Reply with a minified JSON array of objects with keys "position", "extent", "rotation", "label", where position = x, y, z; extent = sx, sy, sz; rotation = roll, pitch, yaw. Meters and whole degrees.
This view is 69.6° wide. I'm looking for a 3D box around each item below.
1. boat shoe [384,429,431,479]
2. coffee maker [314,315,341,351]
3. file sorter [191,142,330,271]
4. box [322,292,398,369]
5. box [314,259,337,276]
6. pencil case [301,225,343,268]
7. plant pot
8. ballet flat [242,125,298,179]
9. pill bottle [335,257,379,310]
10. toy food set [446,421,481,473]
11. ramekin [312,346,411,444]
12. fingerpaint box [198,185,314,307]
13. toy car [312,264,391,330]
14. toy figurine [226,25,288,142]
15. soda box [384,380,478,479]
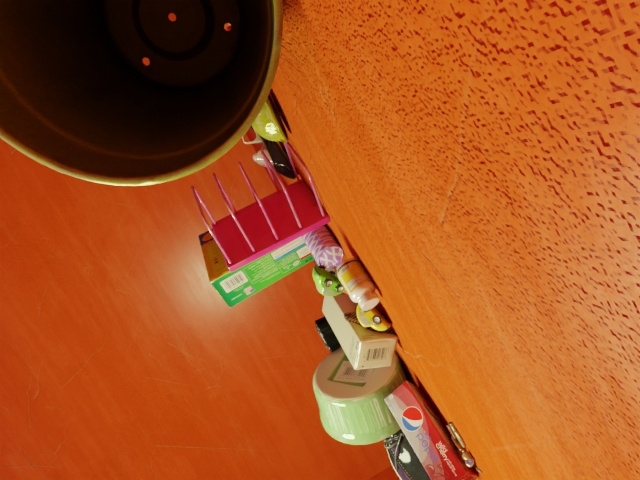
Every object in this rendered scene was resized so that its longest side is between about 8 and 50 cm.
[{"position":[0.296,0.678,1.638],"extent":[0.156,0.186,0.500],"rotation":[57,-174,-50],"label":"boat shoe"},{"position":[0.077,0.260,1.460],"extent":[0.120,0.178,0.171],"rotation":[59,175,16],"label":"coffee maker"},{"position":[-0.162,-0.102,1.196],"extent":[0.202,0.290,0.182],"rotation":[57,171,45],"label":"file sorter"},{"position":[0.100,0.227,1.266],"extent":[0.275,0.113,0.094],"rotation":[-127,41,-58],"label":"box"},{"position":[0.017,0.115,2.050],"extent":[0.231,0.056,0.183],"rotation":[57,175,40],"label":"box"},{"position":[0.000,0.000,1.361],"extent":[0.088,0.086,0.206],"rotation":[29,-161,-38],"label":"pencil case"},{"position":[-0.234,-0.303,0.625],"extent":[0.353,0.366,0.367],"rotation":[-100,-16,-65],"label":"plant pot"},{"position":[-0.171,-0.288,1.361],"extent":[0.281,0.096,0.095],"rotation":[61,175,0],"label":"ballet flat"},{"position":[0.087,0.102,1.066],"extent":[0.116,0.065,0.065],"rotation":[59,175,33],"label":"pill bottle"},{"position":[0.319,0.473,1.052],"extent":[0.122,0.019,0.078],"rotation":[60,176,15],"label":"toy food set"},{"position":[0.123,0.441,1.390],"extent":[0.303,0.303,0.148],"rotation":[-129,18,-66],"label":"ramekin"},{"position":[-0.246,0.014,1.884],"extent":[0.163,0.444,0.371],"rotation":[63,175,-36],"label":"fingerpaint box"},{"position":[0.052,0.126,1.152],"extent":[0.224,0.053,0.239],"rotation":[31,-164,-39],"label":"toy car"},{"position":[-0.236,-0.339,0.980],"extent":[0.191,0.217,0.363],"rotation":[56,173,50],"label":"toy figurine"},{"position":[0.272,0.489,1.155],"extent":[0.092,0.083,0.263],"rotation":[36,-166,-44],"label":"soda box"}]
